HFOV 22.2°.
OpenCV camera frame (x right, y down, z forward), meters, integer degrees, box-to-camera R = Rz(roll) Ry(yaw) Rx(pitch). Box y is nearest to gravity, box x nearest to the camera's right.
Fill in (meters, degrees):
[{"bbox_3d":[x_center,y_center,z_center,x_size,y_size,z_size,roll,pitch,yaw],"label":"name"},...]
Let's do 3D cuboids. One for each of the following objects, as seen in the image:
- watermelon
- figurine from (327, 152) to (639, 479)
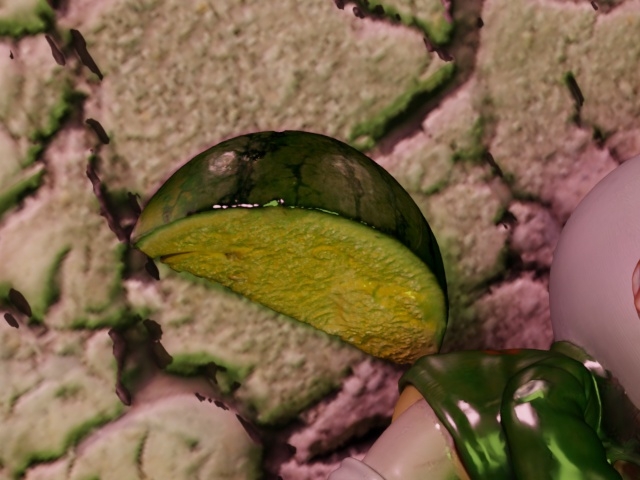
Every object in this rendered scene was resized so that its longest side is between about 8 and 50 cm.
[{"bbox_3d":[0.002,-0.010,0.834,0.181,0.075,0.092,23,135,-23],"label":"watermelon"},{"bbox_3d":[0.147,0.071,0.832,0.370,0.167,0.281,-35,154,-12],"label":"figurine"}]
